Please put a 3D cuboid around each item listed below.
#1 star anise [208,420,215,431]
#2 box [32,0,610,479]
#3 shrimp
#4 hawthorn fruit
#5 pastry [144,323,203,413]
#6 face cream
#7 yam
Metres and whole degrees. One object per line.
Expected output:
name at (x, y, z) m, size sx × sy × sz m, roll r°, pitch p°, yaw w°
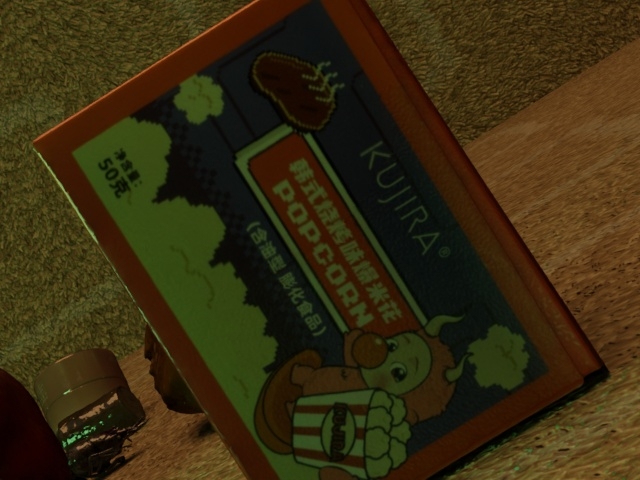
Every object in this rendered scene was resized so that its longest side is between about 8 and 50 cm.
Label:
star anise at (-0.047, 0.127, 1.454) m, size 0.220 × 0.125 × 0.190 m, roll -30°, pitch 7°, yaw -7°
box at (0.000, 0.000, 1.006) m, size 0.257 × 0.348 × 0.318 m, roll -32°, pitch 3°, yaw 1°
shrimp at (-0.306, 0.299, 1.783) m, size 0.165 × 0.065 × 0.056 m, roll -27°, pitch 36°, yaw 2°
hawthorn fruit at (-0.418, 0.276, 1.449) m, size 0.311 × 0.295 × 0.295 m, roll 17°, pitch 38°, yaw 36°
pastry at (-0.122, 0.075, 1.639) m, size 0.162 × 0.310 × 0.255 m, roll 6°, pitch 25°, yaw -24°
face cream at (-0.399, 0.265, 2.158) m, size 0.149 × 0.104 × 0.149 m, roll -24°, pitch -24°, yaw -12°
yam at (-0.354, 0.293, 2.045) m, size 0.127 × 0.084 × 0.084 m, roll -35°, pitch 4°, yaw 4°
